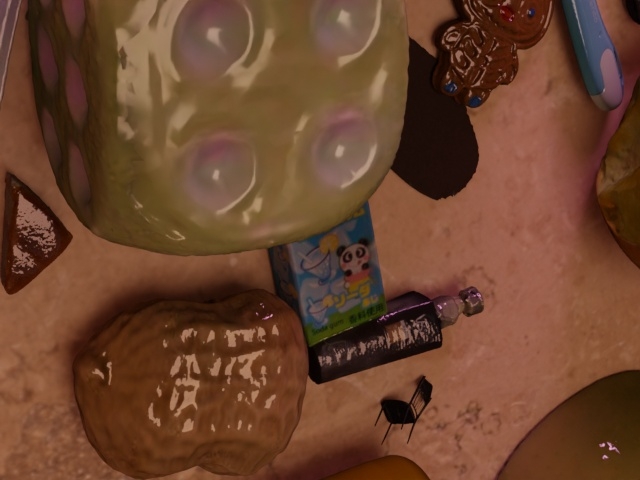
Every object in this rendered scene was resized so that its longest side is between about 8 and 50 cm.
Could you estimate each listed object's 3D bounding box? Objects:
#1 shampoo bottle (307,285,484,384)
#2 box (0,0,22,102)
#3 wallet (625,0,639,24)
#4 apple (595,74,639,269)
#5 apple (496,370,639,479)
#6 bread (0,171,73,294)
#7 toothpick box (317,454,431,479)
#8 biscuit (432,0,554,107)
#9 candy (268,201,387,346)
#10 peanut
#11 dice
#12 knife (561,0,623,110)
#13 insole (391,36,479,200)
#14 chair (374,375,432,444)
[{"bbox_3d":[0.079,0.094,1.259,0.207,0.063,0.057,-17,106,-19],"label":"shampoo bottle"},{"bbox_3d":[-0.376,-0.197,0.871,0.336,0.106,0.264,8,106,-30],"label":"box"},{"bbox_3d":[0.447,-0.361,1.282,0.309,0.042,0.165,-29,119,-15],"label":"wallet"},{"bbox_3d":[0.485,-0.070,1.264,0.339,0.339,0.339,-10,114,-24],"label":"apple"},{"bbox_3d":[0.385,0.351,1.506,0.360,0.311,0.320,-55,168,3],"label":"apple"},{"bbox_3d":[-0.252,-0.007,1.048,0.062,0.043,0.109,-3,109,-25],"label":"bread"},{"bbox_3d":[-0.005,0.345,1.247,0.271,0.175,0.175,-14,116,-19],"label":"toothpick box"},{"bbox_3d":[0.178,-0.220,1.200,0.124,0.026,0.175,22,96,-33],"label":"biscuit"},{"bbox_3d":[0.000,0.000,1.176,0.097,0.062,0.194,-21,117,-19],"label":"candy"},{"bbox_3d":[-0.123,0.140,1.138,0.233,0.110,0.197,0,109,-30],"label":"peanut"},{"bbox_3d":[-0.089,-0.145,0.954,0.250,0.254,0.252,-8,114,-25],"label":"dice"},{"bbox_3d":[0.281,-0.235,1.251,0.064,0.031,0.222,-44,124,-32],"label":"knife"},{"bbox_3d":[0.065,-0.160,1.179,0.111,0.007,0.328,-48,124,-6],"label":"insole"},{"bbox_3d":[0.092,0.190,1.320,0.086,0.042,0.037,-53,134,-44],"label":"chair"}]
